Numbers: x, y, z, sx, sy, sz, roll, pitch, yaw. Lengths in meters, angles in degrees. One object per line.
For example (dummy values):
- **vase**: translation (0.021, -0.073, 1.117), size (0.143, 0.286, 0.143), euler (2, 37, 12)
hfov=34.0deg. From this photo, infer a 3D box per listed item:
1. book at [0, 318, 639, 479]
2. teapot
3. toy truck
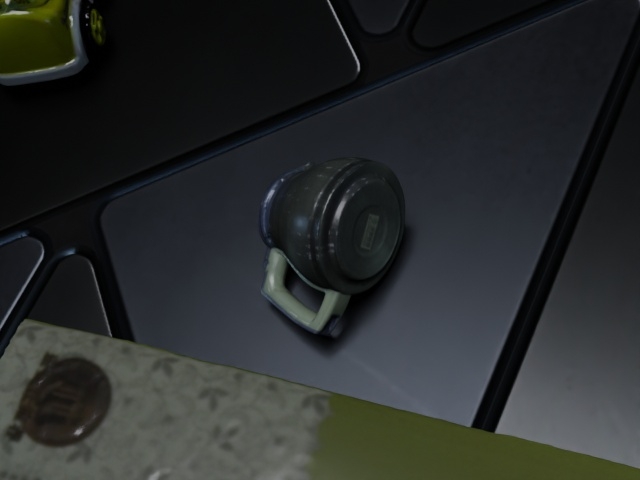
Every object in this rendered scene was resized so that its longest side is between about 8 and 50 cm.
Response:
- **book**: translation (-0.029, 0.173, 0.441), size (0.352, 0.035, 0.239), euler (11, 64, 18)
- **teapot**: translation (0.000, 0.000, 0.514), size (0.057, 0.066, 0.088), euler (16, 90, 40)
- **toy truck**: translation (-0.172, -0.153, 0.615), size (0.076, 0.077, 0.111), euler (-10, 61, 7)
